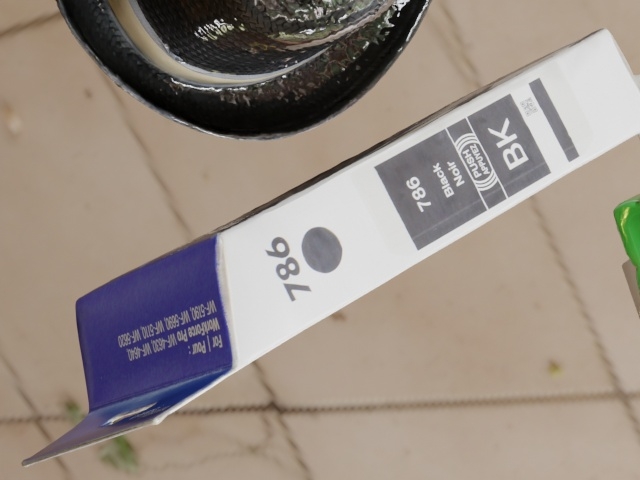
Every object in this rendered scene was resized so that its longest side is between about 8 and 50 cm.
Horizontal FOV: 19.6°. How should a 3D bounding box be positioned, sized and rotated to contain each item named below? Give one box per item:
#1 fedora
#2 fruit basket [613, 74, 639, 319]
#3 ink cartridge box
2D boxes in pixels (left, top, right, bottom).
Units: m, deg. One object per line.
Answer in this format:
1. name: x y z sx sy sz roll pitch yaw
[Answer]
1. fedora: -0.011 -0.226 1.154 0.152 0.334 0.334 9 127 60
2. fruit basket: 0.357 0.039 1.188 0.165 0.353 0.327 -30 72 44
3. ink cartridge box: 0.000 0.000 0.922 0.165 0.332 0.065 -23 96 56
